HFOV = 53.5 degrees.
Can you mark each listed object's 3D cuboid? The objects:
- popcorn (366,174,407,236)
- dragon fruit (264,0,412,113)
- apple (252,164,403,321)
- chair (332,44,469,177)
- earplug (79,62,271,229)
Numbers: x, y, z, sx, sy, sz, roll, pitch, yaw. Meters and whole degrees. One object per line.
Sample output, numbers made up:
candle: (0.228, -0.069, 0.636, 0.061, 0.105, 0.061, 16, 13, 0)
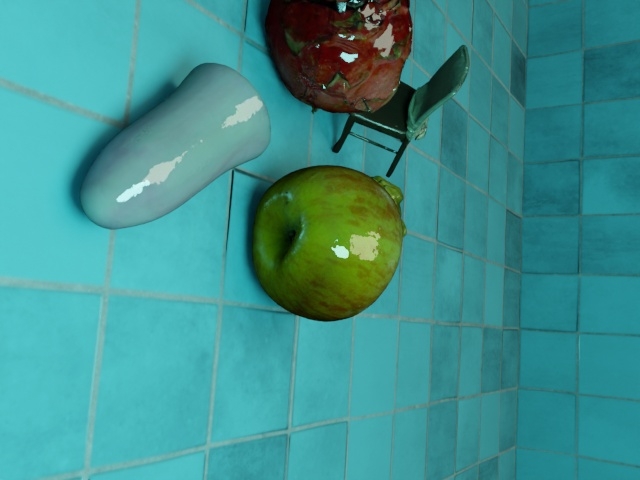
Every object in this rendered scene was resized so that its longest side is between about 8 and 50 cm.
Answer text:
popcorn: (0.092, -0.036, 1.431, 0.200, 0.226, 0.203, 1, 132, -26)
dragon fruit: (0.044, -0.400, 1.234, 0.296, 0.295, 0.302, -66, 149, -34)
apple: (0.000, 0.000, 1.178, 0.301, 0.301, 0.302, 2, 88, -58)
chair: (0.164, -0.297, 1.372, 0.319, 0.186, 0.160, 121, -7, -58)
earplug: (-0.228, -0.121, 0.931, 0.301, 0.172, 0.173, -47, 128, -39)
